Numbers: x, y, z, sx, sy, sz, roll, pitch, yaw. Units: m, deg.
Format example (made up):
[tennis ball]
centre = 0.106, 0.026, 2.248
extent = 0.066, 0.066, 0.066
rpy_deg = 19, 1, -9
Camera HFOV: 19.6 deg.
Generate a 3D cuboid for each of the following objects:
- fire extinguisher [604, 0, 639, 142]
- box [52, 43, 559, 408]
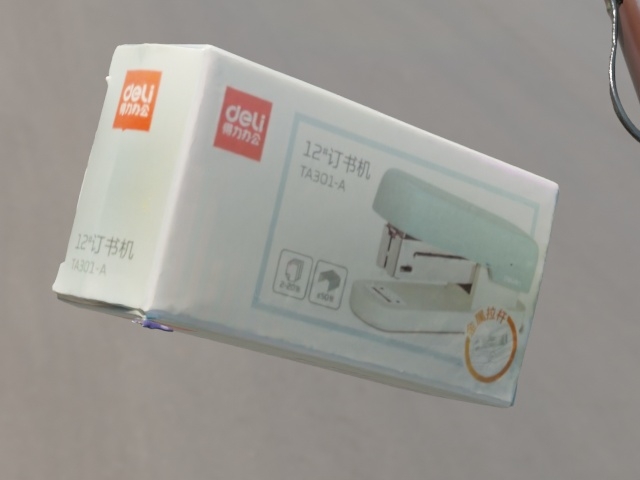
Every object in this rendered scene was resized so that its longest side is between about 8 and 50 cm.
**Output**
[fire extinguisher]
centre = 0.192, -0.104, 1.069
extent = 0.078, 0.045, 0.157
rpy_deg = -3, 66, -25
[box]
centre = 0.000, 0.000, 0.944
extent = 0.269, 0.135, 0.079
rpy_deg = 18, -8, -41
